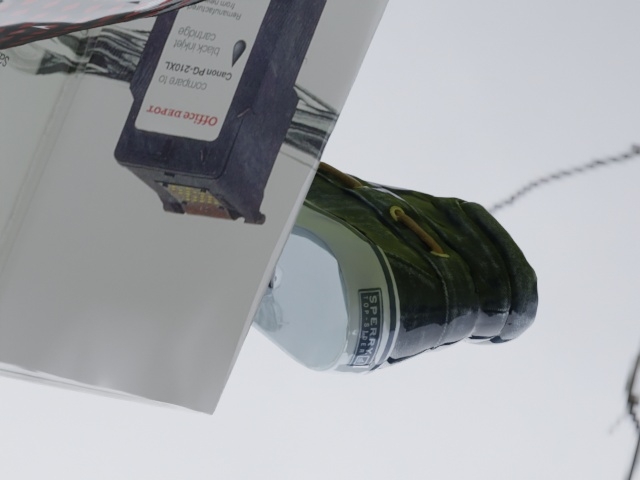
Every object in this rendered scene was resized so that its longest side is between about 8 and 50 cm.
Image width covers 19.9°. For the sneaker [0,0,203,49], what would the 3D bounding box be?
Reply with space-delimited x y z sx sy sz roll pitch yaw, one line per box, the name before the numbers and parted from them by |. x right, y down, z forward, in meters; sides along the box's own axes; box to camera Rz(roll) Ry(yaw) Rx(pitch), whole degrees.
sneaker | -0.025 -0.089 0.282 0.135 0.098 0.276 -27 -171 -39

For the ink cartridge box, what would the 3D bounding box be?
ink cartridge box | -0.069 -0.085 0.600 0.100 0.237 0.172 19 -173 -37

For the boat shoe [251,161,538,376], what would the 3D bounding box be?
boat shoe | 0.000 0.000 0.679 0.083 0.065 0.183 -3 -157 -31
